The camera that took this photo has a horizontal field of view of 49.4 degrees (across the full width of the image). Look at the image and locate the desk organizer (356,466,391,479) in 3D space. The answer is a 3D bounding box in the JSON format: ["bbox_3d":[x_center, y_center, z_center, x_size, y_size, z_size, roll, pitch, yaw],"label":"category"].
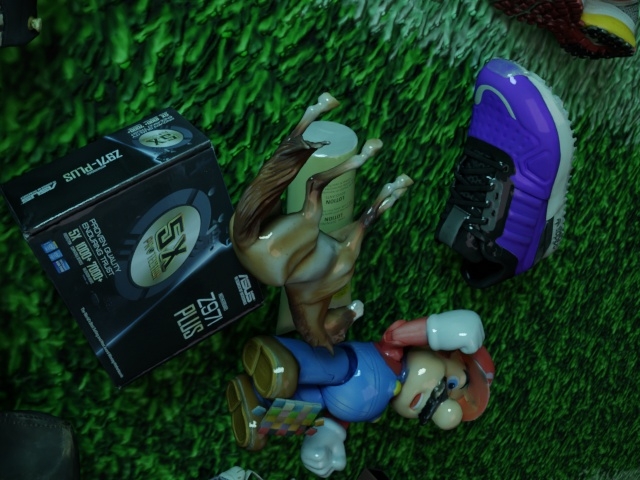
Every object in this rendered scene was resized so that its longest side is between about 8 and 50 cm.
[{"bbox_3d":[0.102,0.378,1.038,0.130,0.047,0.050,28,98,-45],"label":"desk organizer"}]

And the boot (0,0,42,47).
[{"bbox_3d":[-0.157,-0.210,0.408,0.236,0.085,0.178,-12,135,-40],"label":"boot"}]

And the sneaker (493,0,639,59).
[{"bbox_3d":[0.239,-0.258,0.684,0.225,0.088,0.092,15,86,-41],"label":"sneaker"}]

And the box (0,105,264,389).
[{"bbox_3d":[-0.143,0.009,0.567,0.147,0.077,0.180,-30,133,-19],"label":"box"}]

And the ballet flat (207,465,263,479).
[{"bbox_3d":[-0.098,0.293,0.836,0.041,0.041,0.114,-49,136,2],"label":"ballet flat"}]

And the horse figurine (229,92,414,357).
[{"bbox_3d":[-0.003,-0.008,0.573,0.174,0.066,0.263,-51,151,1],"label":"horse figurine"}]

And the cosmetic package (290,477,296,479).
[{"bbox_3d":[-0.089,0.470,0.882,0.296,0.153,0.129,-40,137,-10],"label":"cosmetic package"}]

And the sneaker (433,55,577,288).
[{"bbox_3d":[0.189,-0.049,0.764,0.146,0.102,0.293,-33,134,-14],"label":"sneaker"}]

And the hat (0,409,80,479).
[{"bbox_3d":[-0.270,0.194,0.525,0.331,0.331,0.134,19,66,-44],"label":"hat"}]

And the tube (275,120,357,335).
[{"bbox_3d":[0.000,0.000,0.688,0.062,0.070,0.240,-66,165,-48],"label":"tube"}]

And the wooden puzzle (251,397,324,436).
[{"bbox_3d":[-0.030,0.175,0.684,0.083,0.006,0.049,13,125,-26],"label":"wooden puzzle"}]

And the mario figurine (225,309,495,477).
[{"bbox_3d":[0.073,0.170,0.769,0.320,0.198,0.170,-1,77,-30],"label":"mario figurine"}]
